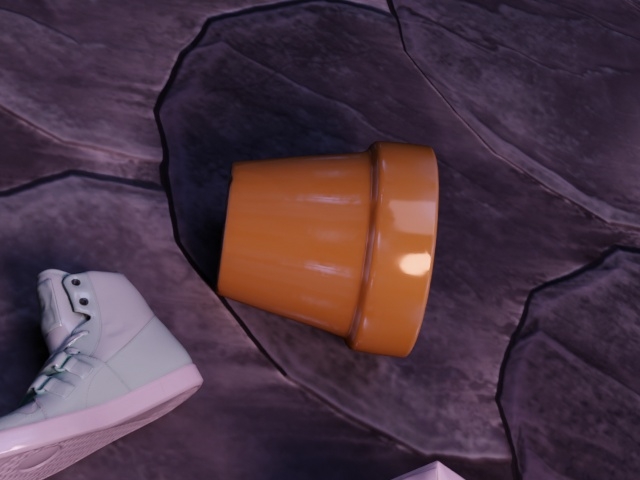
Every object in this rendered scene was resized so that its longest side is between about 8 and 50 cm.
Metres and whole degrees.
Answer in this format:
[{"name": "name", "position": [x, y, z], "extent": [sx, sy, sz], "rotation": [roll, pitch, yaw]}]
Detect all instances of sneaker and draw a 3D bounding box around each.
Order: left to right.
[{"name": "sneaker", "position": [-0.230, 0.108, 1.156], "extent": [0.256, 0.094, 0.151], "rotation": [-21, 72, -51]}]

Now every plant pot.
[{"name": "plant pot", "position": [0.000, 0.000, 1.324], "extent": [0.188, 0.205, 0.205], "rotation": [7, 49, -6]}]

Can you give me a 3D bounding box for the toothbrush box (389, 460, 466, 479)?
[{"name": "toothbrush box", "position": [0.133, 0.334, 1.088], "extent": [0.283, 0.122, 0.206], "rotation": [39, 37, -36]}]
